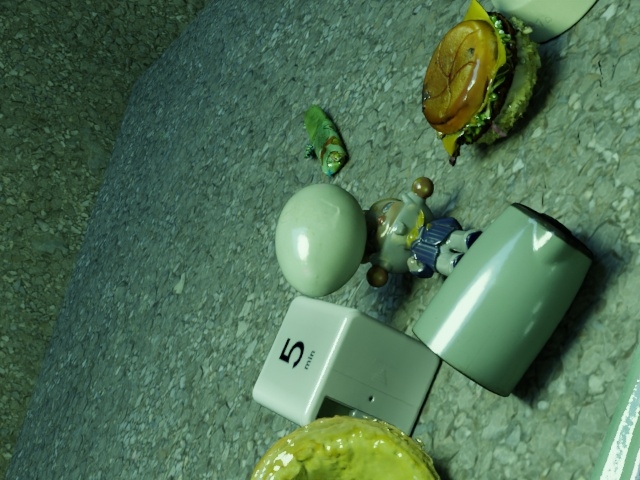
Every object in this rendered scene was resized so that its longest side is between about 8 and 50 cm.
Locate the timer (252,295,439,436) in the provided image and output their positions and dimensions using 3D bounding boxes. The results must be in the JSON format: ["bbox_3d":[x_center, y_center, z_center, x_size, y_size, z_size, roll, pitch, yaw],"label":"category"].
[{"bbox_3d":[0.038,0.216,1.482,0.195,0.192,0.194,10,74,62],"label":"timer"}]

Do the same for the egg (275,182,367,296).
[{"bbox_3d":[0.000,0.000,1.533,0.151,0.151,0.209,-37,31,39],"label":"egg"}]

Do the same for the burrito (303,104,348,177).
[{"bbox_3d":[-0.002,-0.221,2.128,0.104,0.054,0.288,-53,29,22],"label":"burrito"}]

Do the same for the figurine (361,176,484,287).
[{"bbox_3d":[0.170,-0.009,1.553,0.274,0.133,0.194,-11,58,45],"label":"figurine"}]

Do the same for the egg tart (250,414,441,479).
[{"bbox_3d":[0.037,0.404,1.303,0.120,0.314,0.315,74,-152,-62],"label":"egg tart"}]

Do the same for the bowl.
[{"bbox_3d":[0.380,-0.470,1.606,0.237,0.126,0.238,-40,36,37],"label":"bowl"}]

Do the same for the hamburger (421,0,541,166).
[{"bbox_3d":[0.269,-0.261,1.576,0.262,0.138,0.243,-55,29,39],"label":"hamburger"}]

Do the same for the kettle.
[{"bbox_3d":[0.258,0.068,1.300,0.236,0.161,0.221,-57,-4,7],"label":"kettle"}]

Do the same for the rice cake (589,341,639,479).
[{"bbox_3d":[0.367,0.222,1.066,0.080,0.042,0.222,0,64,62],"label":"rice cake"}]
